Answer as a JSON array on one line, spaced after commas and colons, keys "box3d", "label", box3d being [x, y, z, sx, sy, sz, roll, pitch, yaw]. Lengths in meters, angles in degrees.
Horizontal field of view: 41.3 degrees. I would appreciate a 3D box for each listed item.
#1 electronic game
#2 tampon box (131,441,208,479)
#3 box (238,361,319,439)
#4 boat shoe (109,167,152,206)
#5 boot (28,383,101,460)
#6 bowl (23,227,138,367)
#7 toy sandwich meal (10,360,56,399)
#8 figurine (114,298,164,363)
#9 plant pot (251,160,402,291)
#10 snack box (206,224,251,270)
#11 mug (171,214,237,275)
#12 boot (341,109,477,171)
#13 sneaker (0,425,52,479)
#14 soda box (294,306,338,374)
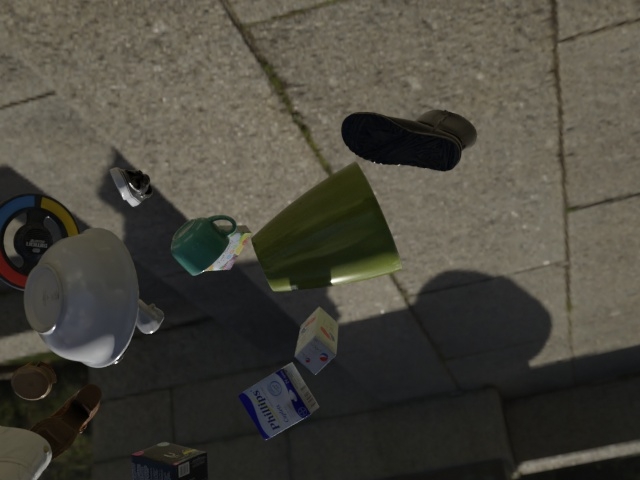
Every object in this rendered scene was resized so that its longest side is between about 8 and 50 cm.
[{"box3d": [-0.663, 0.004, 1.964, 0.229, 0.229, 0.048, 12, 167, -38], "label": "electronic game"}, {"box3d": [-0.388, 0.594, 2.189, 0.161, 0.101, 0.120, 3, -173, 34], "label": "tampon box"}, {"box3d": [-0.097, 0.374, 1.975, 0.137, 0.126, 0.072, -34, 174, 18], "label": "box"}, {"box3d": [-0.442, -0.134, 2.026, 0.076, 0.080, 0.228, -27, 170, -6], "label": "boat shoe"}, {"box3d": [-0.488, 0.361, 1.590, 0.197, 0.073, 0.152, -43, 178, -34], "label": "boot"}, {"box3d": [-0.516, 0.119, 1.750, 0.298, 0.298, 0.134, -30, 160, 38], "label": "bowl"}, {"box3d": [-0.561, 0.273, 1.661, 0.085, 0.029, 0.085, -2, 111, -5], "label": "toy sandwich meal"}, {"box3d": [-0.567, 0.223, 2.394, 0.215, 0.092, 0.209, -41, 149, -13], "label": "figurine"}, {"box3d": [0.000, 0.000, 1.962, 0.293, 0.275, 0.275, -23, 155, -1], "label": "plant pot"}, {"box3d": [-0.265, 0.021, 2.355, 0.100, 0.037, 0.141, -1, 132, -46], "label": "snack box"}, {"box3d": [-0.294, -0.004, 2.083, 0.097, 0.158, 0.129, 47, 151, -20], "label": "mug"}, {"box3d": [0.182, -0.213, 1.712, 0.246, 0.094, 0.207, 14, -158, 13], "label": "boot"}, {"box3d": [-0.502, 0.341, 1.142, 0.292, 0.108, 0.169, -15, -164, 12], "label": "sneaker"}, {"box3d": [-0.007, 0.234, 2.019, 0.074, 0.069, 0.216, -46, -173, 12], "label": "soda box"}]
